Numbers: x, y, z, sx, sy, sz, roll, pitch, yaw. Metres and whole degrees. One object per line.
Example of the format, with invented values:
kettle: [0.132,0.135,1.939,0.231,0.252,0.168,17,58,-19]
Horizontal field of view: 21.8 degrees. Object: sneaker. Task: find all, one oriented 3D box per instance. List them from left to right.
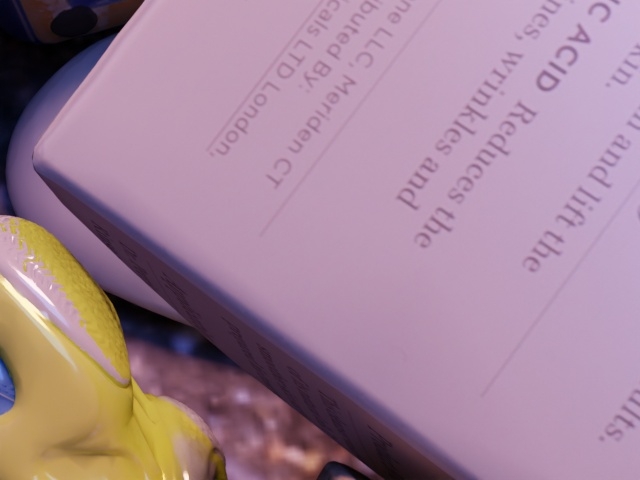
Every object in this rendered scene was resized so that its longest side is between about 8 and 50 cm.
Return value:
sneaker: [-0.071,0.114,0.519,0.126,0.091,0.240,-39,77,3]

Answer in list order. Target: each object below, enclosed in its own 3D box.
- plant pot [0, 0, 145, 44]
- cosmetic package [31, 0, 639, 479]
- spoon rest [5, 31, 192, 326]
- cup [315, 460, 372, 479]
plant pot: [-0.067,-0.221,0.630,0.236,0.236,0.212,-16,66,-2]
cosmetic package: [0.147,0.057,0.382,0.385,0.217,0.156,34,83,16]
spoon rest: [0.000,0.000,0.611,0.276,0.084,0.137,31,54,29]
cup: [0.068,0.237,0.329,0.331,0.331,0.237,35,85,15]
